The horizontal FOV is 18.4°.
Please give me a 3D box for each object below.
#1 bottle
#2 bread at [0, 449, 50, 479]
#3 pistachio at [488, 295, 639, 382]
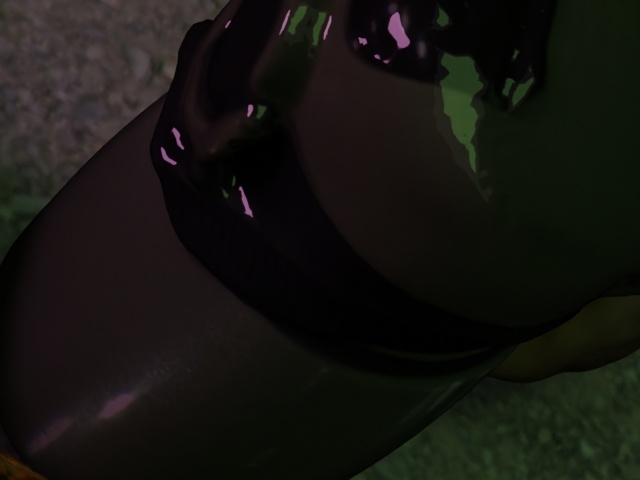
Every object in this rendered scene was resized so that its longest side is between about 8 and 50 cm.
[{"bbox_3d":[-0.001,-0.001,0.723,0.168,0.347,0.168,10,66,-23],"label":"bottle"},{"bbox_3d":[-0.165,0.116,0.752,0.211,0.083,0.114,32,56,-16],"label":"bread"},{"bbox_3d":[0.137,-0.055,0.929,0.181,0.162,0.293,18,61,20],"label":"pistachio"}]
